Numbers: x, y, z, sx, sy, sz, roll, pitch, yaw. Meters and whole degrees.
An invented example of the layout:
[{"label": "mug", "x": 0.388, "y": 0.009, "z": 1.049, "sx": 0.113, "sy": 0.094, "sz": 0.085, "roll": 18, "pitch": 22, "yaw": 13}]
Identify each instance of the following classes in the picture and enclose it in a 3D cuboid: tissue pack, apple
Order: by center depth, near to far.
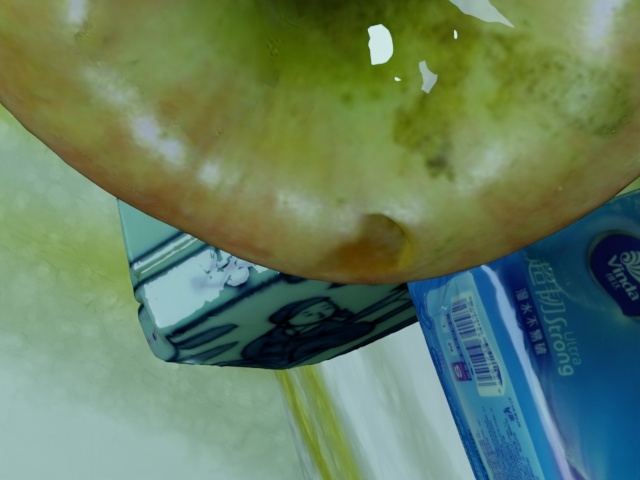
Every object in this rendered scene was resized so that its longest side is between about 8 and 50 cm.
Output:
[{"label": "apple", "x": 0.005, "y": -0.193, "z": 0.441, "sx": 0.347, "sy": 0.391, "sz": 0.391, "roll": -93, "pitch": -2, "yaw": -48}, {"label": "tissue pack", "x": 0.177, "y": 0.116, "z": 0.645, "sx": 0.198, "sy": 0.146, "sz": 0.263, "roll": 134, "pitch": 117, "yaw": -77}]

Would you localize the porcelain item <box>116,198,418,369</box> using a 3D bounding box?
[{"label": "porcelain item", "x": 0.000, "y": 0.000, "z": 0.831, "sx": 0.286, "sy": 0.281, "sz": 0.157, "roll": 15, "pitch": -129, "yaw": -56}]
